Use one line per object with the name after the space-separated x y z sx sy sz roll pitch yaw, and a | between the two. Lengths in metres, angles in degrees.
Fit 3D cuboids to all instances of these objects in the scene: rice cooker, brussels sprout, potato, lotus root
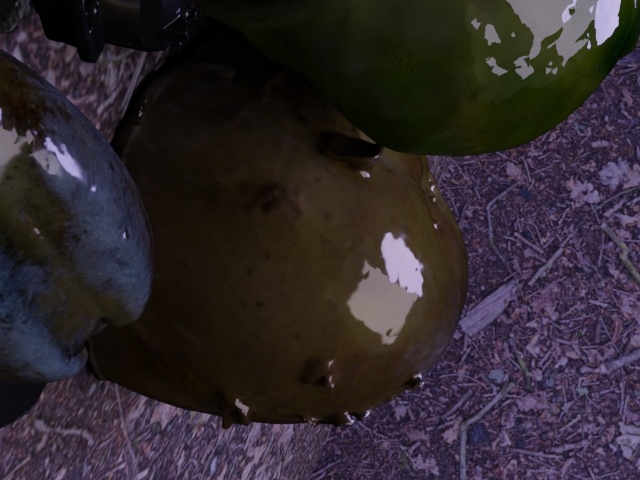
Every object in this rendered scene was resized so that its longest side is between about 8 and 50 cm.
-0.124 -0.196 0.657 0.112 0.106 0.165 109 -15 -69 | rice cooker
0.105 -0.255 0.838 0.342 0.361 0.425 -40 180 32 | brussels sprout
0.000 0.000 1.039 0.442 0.319 0.386 -49 157 -62 | potato
-0.197 -0.028 0.596 0.158 0.140 0.322 -39 152 -14 | lotus root

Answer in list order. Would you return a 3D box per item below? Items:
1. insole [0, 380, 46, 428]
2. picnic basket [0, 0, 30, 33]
-0.266 0.088 0.745 0.309 0.012 0.110 42 70 -76 | insole
-0.190 -0.153 0.574 0.083 0.065 0.083 -79 -173 -61 | picnic basket
